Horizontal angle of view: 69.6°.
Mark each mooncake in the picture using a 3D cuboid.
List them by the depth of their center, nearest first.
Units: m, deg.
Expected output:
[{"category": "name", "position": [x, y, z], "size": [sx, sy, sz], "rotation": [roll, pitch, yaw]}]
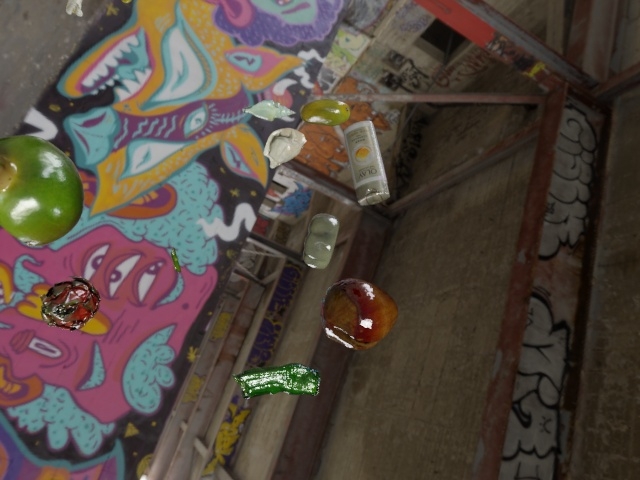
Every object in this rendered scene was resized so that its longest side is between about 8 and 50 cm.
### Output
[{"category": "mooncake", "position": [0.000, 0.000, 2.124], "size": [0.275, 0.135, 0.274], "rotation": [-166, -90, -90]}]

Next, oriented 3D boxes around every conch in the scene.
[{"category": "conch", "position": [-0.170, -0.431, 1.534], "size": [0.088, 0.180, 0.065], "rotation": [-125, -144, -77]}]

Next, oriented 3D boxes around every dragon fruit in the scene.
[{"category": "dragon fruit", "position": [-0.830, 0.213, 1.529], "size": [0.189, 0.182, 0.182], "rotation": [-36, 172, -43]}]

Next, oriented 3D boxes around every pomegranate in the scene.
[{"category": "pomegranate", "position": [-0.774, -0.163, 1.222], "size": [0.216, 0.309, 0.358], "rotation": [-32, 167, -10]}]

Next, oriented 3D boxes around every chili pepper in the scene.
[{"category": "chili pepper", "position": [-0.112, 0.359, 1.179], "size": [0.061, 0.225, 0.097], "rotation": [-96, -173, -66]}]

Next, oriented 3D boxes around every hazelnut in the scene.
[{"category": "hazelnut", "position": [0.108, 0.211, 1.372], "size": [0.251, 0.217, 0.217], "rotation": [-38, -150, 55]}]

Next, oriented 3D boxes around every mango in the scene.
[{"category": "mango", "position": [0.015, -0.476, 1.722], "size": [0.122, 0.191, 0.085], "rotation": [32, 57, -80]}]

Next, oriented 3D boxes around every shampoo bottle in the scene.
[{"category": "shampoo bottle", "position": [0.120, -0.206, 1.216], "size": [0.086, 0.056, 0.227], "rotation": [-15, -113, 16]}]

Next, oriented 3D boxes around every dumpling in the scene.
[{"category": "dumpling", "position": [-0.157, -0.388, 1.896], "size": [0.199, 0.136, 0.118], "rotation": [-41, -173, 17]}]

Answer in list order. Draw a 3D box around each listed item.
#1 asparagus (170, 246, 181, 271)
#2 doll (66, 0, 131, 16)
[{"category": "asparagus", "position": [-0.528, 0.070, 1.673], "size": [0.025, 0.021, 0.108], "rotation": [32, -44, 49]}, {"category": "doll", "position": [-0.832, -0.968, 1.554], "size": [0.348, 0.422, 0.161], "rotation": [-9, -155, 33]}]
